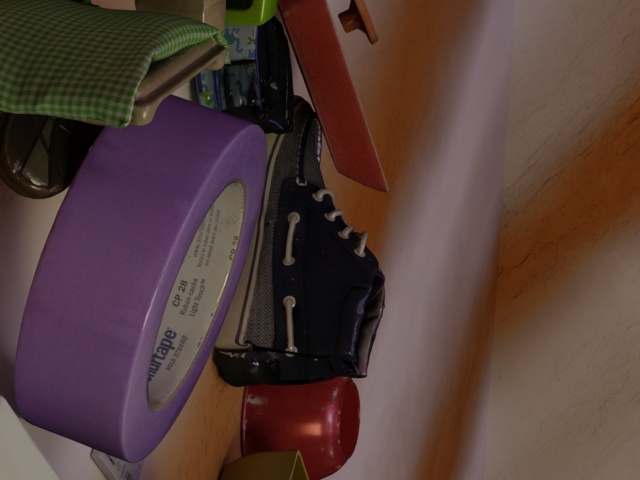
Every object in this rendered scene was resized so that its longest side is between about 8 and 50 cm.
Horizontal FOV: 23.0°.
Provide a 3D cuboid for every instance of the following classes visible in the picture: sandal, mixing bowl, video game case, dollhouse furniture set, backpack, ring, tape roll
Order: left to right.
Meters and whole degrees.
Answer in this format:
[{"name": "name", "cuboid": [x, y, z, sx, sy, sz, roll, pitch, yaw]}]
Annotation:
[{"name": "sandal", "cuboid": [-0.193, -0.089, 1.165, 0.090, 0.060, 0.219, 47, 31, -18]}, {"name": "dollhouse furniture set", "cuboid": [-0.159, -0.191, 1.045, 0.301, 0.198, 0.151, -53, 143, -64]}, {"name": "video game case", "cuboid": [-0.167, 0.156, 1.384, 0.087, 0.011, 0.122, 68, 29, -53]}, {"name": "tape roll", "cuboid": [-0.132, 0.027, 1.206, 0.275, 0.090, 0.274, 20, 90, -82]}, {"name": "backpack", "cuboid": [-0.075, -0.163, 1.525, 0.105, 0.084, 0.114, 19, 69, -76]}, {"name": "ring", "cuboid": [-0.021, -0.347, 1.570, 0.336, 0.032, 0.336, -24, 90, -87]}, {"name": "mixing bowl", "cuboid": [-0.014, 0.197, 1.756, 0.181, 0.098, 0.181, 1, 90, -73]}]

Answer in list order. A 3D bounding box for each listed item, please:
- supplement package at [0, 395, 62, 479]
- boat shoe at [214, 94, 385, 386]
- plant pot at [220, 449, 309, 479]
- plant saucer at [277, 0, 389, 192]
[{"name": "supplement package", "cuboid": [-0.251, 0.230, 0.783, 0.199, 0.198, 0.262, 71, 28, -51]}, {"name": "boat shoe", "cuboid": [0.000, 0.000, 1.669, 0.127, 0.158, 0.340, 60, 36, -61]}, {"name": "plant pot", "cuboid": [-0.063, 0.268, 1.622, 0.081, 0.083, 0.081, 75, 23, -45]}, {"name": "plant saucer", "cuboid": [-0.008, -0.208, 1.637, 0.258, 0.048, 0.259, -109, 179, -51]}]
